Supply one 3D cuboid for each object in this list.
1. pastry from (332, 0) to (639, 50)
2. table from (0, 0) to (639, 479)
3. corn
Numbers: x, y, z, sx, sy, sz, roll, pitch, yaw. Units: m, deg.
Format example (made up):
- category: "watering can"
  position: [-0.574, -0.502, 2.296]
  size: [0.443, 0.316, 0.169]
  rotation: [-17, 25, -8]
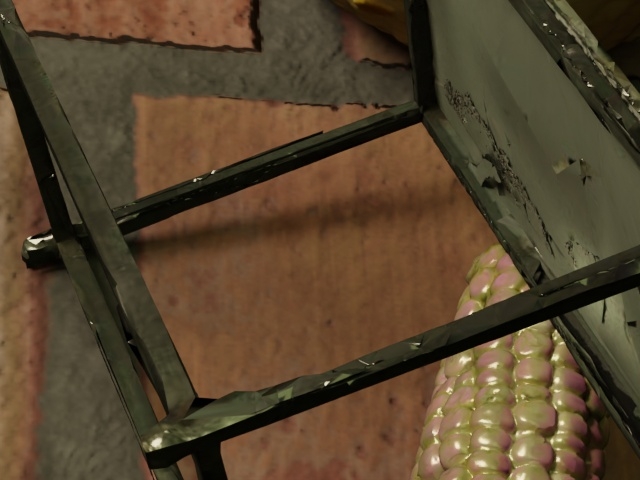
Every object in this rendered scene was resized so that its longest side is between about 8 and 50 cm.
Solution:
- category: "pastry"
  position: [0.122, -0.306, 1.184]
  size: [0.388, 0.312, 0.388]
  rotation: [4, 62, -7]
- category: "table"
  position: [0.000, 0.000, 0.951]
  size: [0.272, 0.222, 0.335]
  rotation: [-20, 48, -11]
- category: "corn"
  position: [0.097, 0.153, 1.028]
  size: [0.127, 0.126, 0.335]
  rotation: [16, 52, -4]
